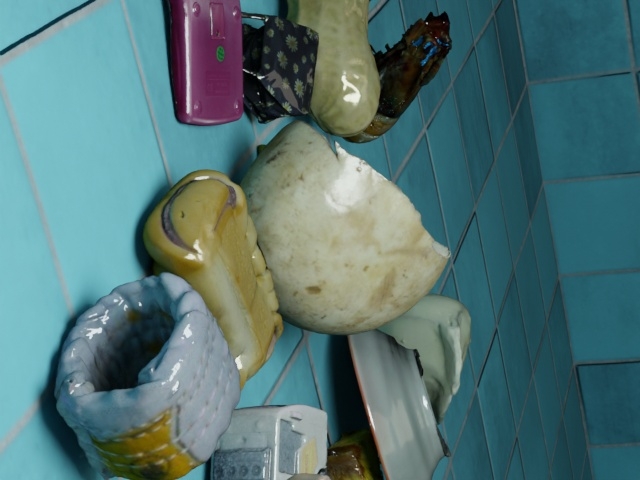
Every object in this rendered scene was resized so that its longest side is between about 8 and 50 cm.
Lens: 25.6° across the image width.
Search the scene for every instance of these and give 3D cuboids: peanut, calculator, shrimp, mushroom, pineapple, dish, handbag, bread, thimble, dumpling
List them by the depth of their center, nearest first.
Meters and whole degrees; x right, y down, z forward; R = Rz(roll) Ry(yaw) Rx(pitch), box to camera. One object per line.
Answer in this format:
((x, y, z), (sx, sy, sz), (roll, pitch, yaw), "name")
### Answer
((-0.142, 0.112, 1.160), (0.151, 0.127, 0.118), (-77, 152, -45), "thimble")
((-0.103, 0.048, 1.367), (0.134, 0.081, 0.225), (-62, 144, -50), "bread")
((-0.117, -0.214, 1.453), (0.126, 0.034, 0.190), (-14, 100, -64), "calculator")
((0.000, 0.000, 1.545), (0.254, 0.189, 0.195), (46, -7, -30), "mushroom")
((-0.075, -0.206, 1.566), (0.139, 0.072, 0.115), (29, 61, -42), "handbag")
((0.000, -0.257, 1.710), (0.111, 0.125, 0.274), (110, -27, -75), "peanut")
((0.034, 0.286, 1.746), (0.116, 0.069, 0.137), (55, 25, -46), "pineapple")
((0.074, -0.252, 1.760), (0.054, 0.290, 0.222), (-1, 73, -28), "shrimp")
((0.107, 0.217, 1.804), (0.260, 0.085, 0.260), (-16, 90, -87), "dish")
((0.150, 0.164, 1.939), (0.252, 0.131, 0.179), (-167, -105, -68), "dumpling")

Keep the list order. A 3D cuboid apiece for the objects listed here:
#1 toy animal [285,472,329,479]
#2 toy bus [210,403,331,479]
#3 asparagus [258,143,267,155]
((-0.050, 0.341, 1.244), (0.154, 0.166, 0.250), (78, 1, -74), "toy animal")
((-0.057, 0.331, 1.406), (0.138, 0.097, 0.342), (32, 56, -59), "toy bus")
((-0.063, -0.030, 1.604), (0.016, 0.016, 0.163), (86, 1, -80), "asparagus")
